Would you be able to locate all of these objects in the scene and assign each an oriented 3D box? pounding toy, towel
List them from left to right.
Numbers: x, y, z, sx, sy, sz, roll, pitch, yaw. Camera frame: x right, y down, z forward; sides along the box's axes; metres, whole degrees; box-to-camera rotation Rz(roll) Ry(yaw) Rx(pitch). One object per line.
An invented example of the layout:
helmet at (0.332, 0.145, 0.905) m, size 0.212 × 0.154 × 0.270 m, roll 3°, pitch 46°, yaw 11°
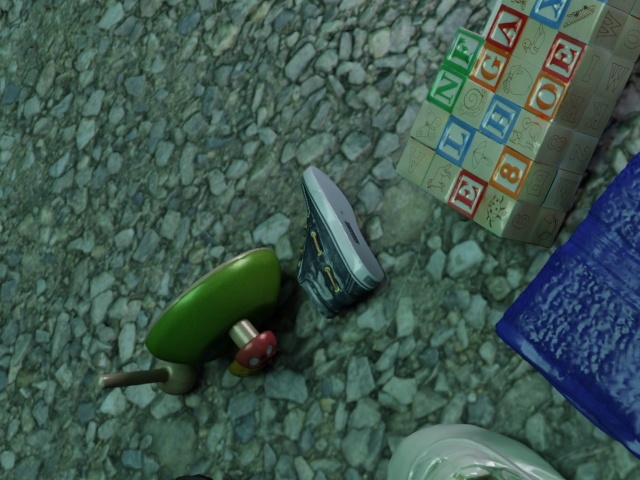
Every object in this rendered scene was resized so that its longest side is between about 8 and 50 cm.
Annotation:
pounding toy at (-0.115, 0.123, 1.723) m, size 0.237 × 0.183 × 0.110 m, roll -43°, pitch 76°, yaw 18°
towel at (0.338, 0.039, 1.423) m, size 0.308 × 0.076 × 0.227 m, roll -52°, pitch 54°, yaw 7°

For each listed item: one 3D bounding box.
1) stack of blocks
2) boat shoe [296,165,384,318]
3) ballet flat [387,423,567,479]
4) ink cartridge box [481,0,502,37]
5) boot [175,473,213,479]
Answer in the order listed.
stack of blocks at (0.215, -0.164, 1.560) m, size 0.171 × 0.087 × 0.297 m, roll 36°, pitch 108°, yaw 43°
boat shoe at (0.000, 0.000, 1.724) m, size 0.083 × 0.065 × 0.183 m, roll -39°, pitch 52°, yaw 19°
ballet flat at (0.184, 0.272, 1.409) m, size 0.400 × 0.139 × 0.139 m, roll 31°, pitch 92°, yaw 44°
ink cartridge box at (0.267, -0.230, 1.624) m, size 0.189 × 0.066 × 0.232 m, roll 34°, pitch 112°, yaw 43°
boot at (-0.186, 0.471, 1.616) m, size 0.367 × 0.146 × 0.445 m, roll 3°, pitch 77°, yaw 31°
